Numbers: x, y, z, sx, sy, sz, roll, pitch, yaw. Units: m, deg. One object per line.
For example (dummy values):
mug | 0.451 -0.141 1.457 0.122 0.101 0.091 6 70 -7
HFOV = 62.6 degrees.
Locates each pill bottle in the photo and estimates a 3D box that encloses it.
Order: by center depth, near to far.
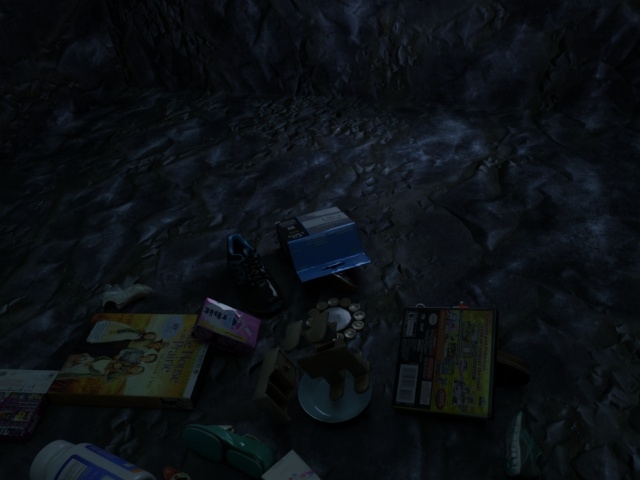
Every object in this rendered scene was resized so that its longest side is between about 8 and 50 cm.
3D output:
pill bottle | -0.520 0.556 1.195 0.272 0.152 0.152 12 42 25

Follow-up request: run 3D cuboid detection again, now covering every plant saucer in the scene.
plant saucer | 0.039 0.402 1.387 0.195 0.037 0.195 -4 38 3

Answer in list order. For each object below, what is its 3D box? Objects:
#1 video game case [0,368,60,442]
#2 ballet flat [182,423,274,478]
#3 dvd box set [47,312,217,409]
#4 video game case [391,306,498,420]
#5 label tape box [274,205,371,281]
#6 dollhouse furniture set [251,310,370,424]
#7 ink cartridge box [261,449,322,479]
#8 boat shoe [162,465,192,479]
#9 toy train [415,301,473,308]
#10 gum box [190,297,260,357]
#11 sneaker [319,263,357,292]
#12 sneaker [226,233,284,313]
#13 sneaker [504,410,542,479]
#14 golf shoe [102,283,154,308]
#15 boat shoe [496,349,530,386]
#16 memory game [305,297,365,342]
video game case | -0.873 0.455 1.470 0.232 0.041 0.210 -1 38 8
ballet flat | -0.218 0.501 1.286 0.247 0.083 0.087 13 18 24
dvd box set | -0.525 0.342 1.538 0.421 0.062 0.307 0 39 10
video game case | 0.317 0.303 1.339 0.248 0.035 0.274 -3 60 29
label tape box | 0.000 0.000 1.780 0.241 0.105 0.333 -16 22 -10
dollhouse furniture set | -0.027 0.331 1.298 0.242 0.212 0.161 -24 30 24
ink cartridge box | -0.043 0.544 1.123 0.090 0.092 0.143 -33 46 -28
boat shoe | -0.326 0.569 1.232 0.137 0.043 0.049 25 50 36
toy train | 0.363 0.233 1.543 0.167 0.046 0.125 2 38 7
gum box | -0.269 0.257 1.538 0.189 0.062 0.107 25 38 -15
sneaker | 0.059 0.103 1.737 0.186 0.069 0.084 26 54 34
sneaker | -0.232 0.109 1.723 0.125 0.139 0.341 -24 42 -23
sneaker | 0.472 0.476 1.215 0.076 0.065 0.166 20 46 7
golf shoe | -0.646 0.193 1.764 0.176 0.069 0.086 -4 58 9
boat shoe | 0.401 0.295 1.401 0.308 0.110 0.104 11 43 23
memory game | 0.046 0.243 1.608 0.186 0.012 0.186 -5 39 4
